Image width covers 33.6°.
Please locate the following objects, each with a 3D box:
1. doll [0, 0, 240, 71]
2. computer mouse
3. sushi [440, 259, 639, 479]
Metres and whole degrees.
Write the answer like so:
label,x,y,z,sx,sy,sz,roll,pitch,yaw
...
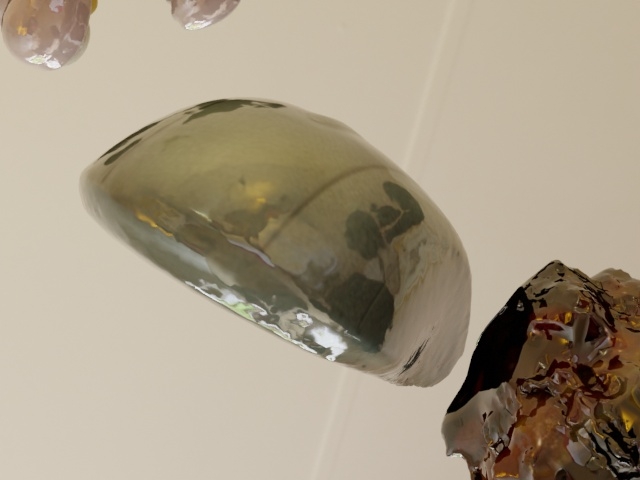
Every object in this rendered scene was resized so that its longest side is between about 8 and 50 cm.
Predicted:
label,x,y,z,sx,sy,sz,roll,pitch,yaw
doll,-0.173,-0.246,0.940,0.365,0.160,0.094,-11,-11,25
computer mouse,0.000,0.000,0.641,0.122,0.188,0.371,-56,-20,-2
sushi,0.148,0.089,0.516,0.172,0.150,0.153,-28,-26,-26
